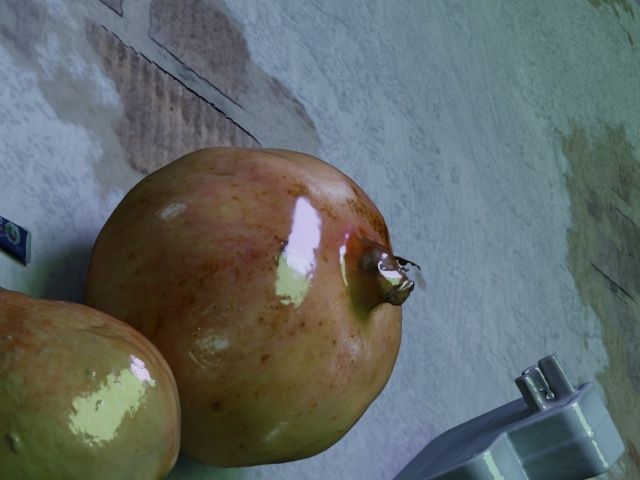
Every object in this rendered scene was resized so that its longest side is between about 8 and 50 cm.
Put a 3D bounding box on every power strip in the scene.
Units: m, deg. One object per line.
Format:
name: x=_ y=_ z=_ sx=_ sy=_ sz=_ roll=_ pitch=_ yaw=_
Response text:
power strip: x=0.209 y=0.237 z=1.906 sx=0.141 sy=0.261 sz=0.229 roll=62 pitch=29 yaw=-1

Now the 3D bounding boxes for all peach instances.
peach: x=-0.229 y=0.138 z=1.364 sx=0.232 sy=0.232 sz=0.232 roll=38 pitch=37 yaw=-36

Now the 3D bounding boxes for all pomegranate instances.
pomegranate: x=-0.055 y=0.055 z=1.578 sx=0.338 sy=0.338 sz=0.338 roll=38 pitch=37 yaw=-36

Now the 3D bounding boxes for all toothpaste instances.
toothpaste: x=-0.324 y=-0.021 z=1.537 sx=0.140 sy=0.021 sz=0.037 roll=35 pitch=40 yaw=-43

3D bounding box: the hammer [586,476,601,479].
hammer: x=0.314 y=0.398 z=2.074 sx=0.113 sy=0.202 sz=0.305 roll=28 pitch=-6 yaw=28
